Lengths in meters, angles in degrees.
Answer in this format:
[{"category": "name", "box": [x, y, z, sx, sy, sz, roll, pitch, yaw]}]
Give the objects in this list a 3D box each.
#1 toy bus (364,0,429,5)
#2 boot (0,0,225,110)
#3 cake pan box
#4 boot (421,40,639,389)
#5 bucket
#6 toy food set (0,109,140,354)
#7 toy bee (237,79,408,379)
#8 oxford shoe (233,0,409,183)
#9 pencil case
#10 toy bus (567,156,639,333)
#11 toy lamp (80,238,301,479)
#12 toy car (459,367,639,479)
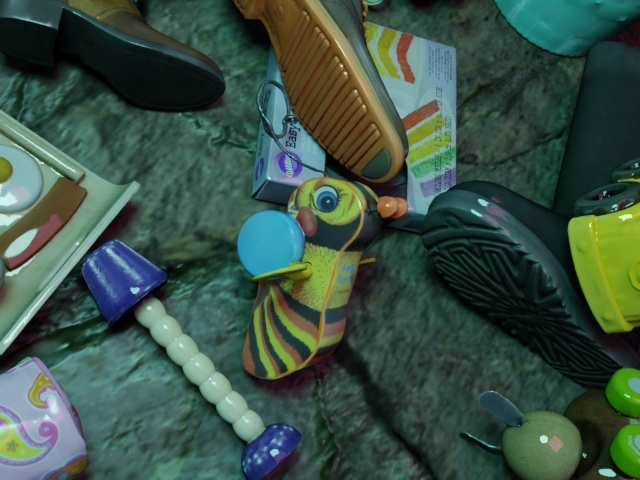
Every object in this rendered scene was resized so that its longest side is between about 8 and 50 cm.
[{"category": "toy bus", "box": [0.177, -0.396, 1.022, 0.104, 0.202, 0.190, 35, 60, -56]}, {"category": "boot", "box": [-0.232, -0.300, 0.861, 0.264, 0.096, 0.280, 11, 56, -17]}, {"category": "cake pan box", "box": [0.049, -0.147, 0.908, 0.246, 0.070, 0.266, 12, 68, -15]}, {"category": "boot", "box": [0.332, -0.094, 0.928, 0.367, 0.146, 0.445, 43, 63, -29]}, {"category": "bucket", "box": [0.396, -0.425, 1.083, 0.281, 0.183, 0.281, 8, 69, -20]}, {"category": "toy food set", "box": [-0.363, -0.059, 0.694, 0.306, 0.092, 0.219, 35, 62, -7]}, {"category": "toy bee", "box": [0.000, 0.000, 0.727, 0.195, 0.162, 0.298, -38, 127, -53]}, {"category": "oxford shoe", "box": [0.016, -0.236, 0.821, 0.133, 0.130, 0.363, -24, 82, -32]}, {"category": "pencil case", "box": [-0.336, 0.208, 0.594, 0.284, 0.124, 0.124, -29, 84, -27]}, {"category": "toy bus", "box": [0.398, -0.013, 0.755, 0.220, 0.211, 0.149, -33, 103, -40]}, {"category": "toy lamp", "box": [-0.135, 0.116, 0.733, 0.080, 0.080, 0.274, -39, 90, -28]}, {"category": "toy car", "box": [0.258, 0.219, 0.817, 0.188, 0.155, 0.149, 15, 42, 4]}]
